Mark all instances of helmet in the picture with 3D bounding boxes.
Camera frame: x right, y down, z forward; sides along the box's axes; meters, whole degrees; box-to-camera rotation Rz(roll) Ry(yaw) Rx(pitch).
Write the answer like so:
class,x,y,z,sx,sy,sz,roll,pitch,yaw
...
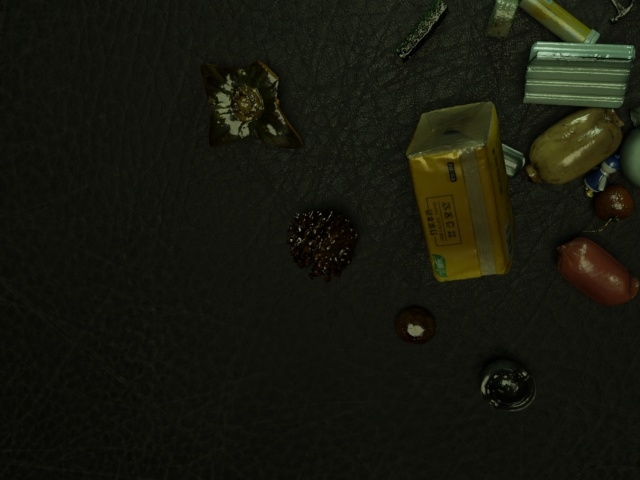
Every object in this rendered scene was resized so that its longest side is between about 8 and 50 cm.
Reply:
class,x,y,z,sx,sy,sz,roll,pitch,yaw
helmet,0.566,0.436,1.958,0.177,0.107,0.153,35,106,-22

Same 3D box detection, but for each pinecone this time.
class,x,y,z,sx,sy,sz,roll,pitch,yaw
pinecone,0.000,0.000,1.882,0.221,0.221,0.222,2,106,8

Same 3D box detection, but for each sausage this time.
class,x,y,z,sx,sy,sz,roll,pitch,yaw
sausage,0.782,0.093,1.806,0.254,0.148,0.148,41,108,-4

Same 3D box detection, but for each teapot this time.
class,x,y,z,sx,sy,sz,roll,pitch,yaw
teapot,0.907,-0.226,1.701,0.193,0.129,0.294,-28,100,14

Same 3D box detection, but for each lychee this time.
class,x,y,z,sx,sy,sz,roll,pitch,yaw
lychee,0.812,-0.089,1.770,0.114,0.101,0.140,7,96,39

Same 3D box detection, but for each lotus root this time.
class,x,y,z,sx,sy,sz,roll,pitch,yaw
lotus root,0.679,-0.253,1.721,0.284,0.160,0.146,-36,139,19

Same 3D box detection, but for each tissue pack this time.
class,x,y,z,sx,sy,sz,roll,pitch,yaw
tissue pack,0.375,-0.129,1.672,0.228,0.293,0.382,-4,123,23

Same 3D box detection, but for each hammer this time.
class,x,y,z,sx,sy,sz,roll,pitch,yaw
hammer,0.743,-0.668,1.659,0.078,0.021,0.201,-38,98,17

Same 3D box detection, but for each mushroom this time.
class,x,y,z,sx,sy,sz,roll,pitch,yaw
mushroom,0.295,0.264,1.972,0.127,0.087,0.127,0,84,1

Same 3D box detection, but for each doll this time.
class,x,y,z,sx,sy,sz,roll,pitch,yaw
doll,0.777,-0.183,1.748,0.057,0.099,0.143,17,135,-7

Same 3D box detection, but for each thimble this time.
class,x,y,z,sx,sy,sz,roll,pitch,yaw
thimble,0.482,-0.591,1.689,0.062,0.084,0.110,17,123,7

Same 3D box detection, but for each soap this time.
class,x,y,z,sx,sy,sz,roll,pitch,yaw
soap,0.674,-0.435,1.659,0.261,0.094,0.150,8,137,17

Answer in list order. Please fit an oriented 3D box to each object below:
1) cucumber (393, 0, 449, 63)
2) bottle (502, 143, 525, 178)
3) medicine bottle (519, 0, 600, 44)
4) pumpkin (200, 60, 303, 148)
class,x,y,z,sx,sy,sz,roll,pitch,yaw
cucumber,0.277,-0.572,1.744,0.058,0.058,0.187,40,108,-3
bottle,0.453,-0.266,1.792,0.253,0.079,0.096,26,82,1
medicine bottle,0.629,-0.581,1.678,0.218,0.074,0.074,38,108,0
pumpkin,-0.205,-0.391,1.852,0.290,0.095,0.258,0,109,13
